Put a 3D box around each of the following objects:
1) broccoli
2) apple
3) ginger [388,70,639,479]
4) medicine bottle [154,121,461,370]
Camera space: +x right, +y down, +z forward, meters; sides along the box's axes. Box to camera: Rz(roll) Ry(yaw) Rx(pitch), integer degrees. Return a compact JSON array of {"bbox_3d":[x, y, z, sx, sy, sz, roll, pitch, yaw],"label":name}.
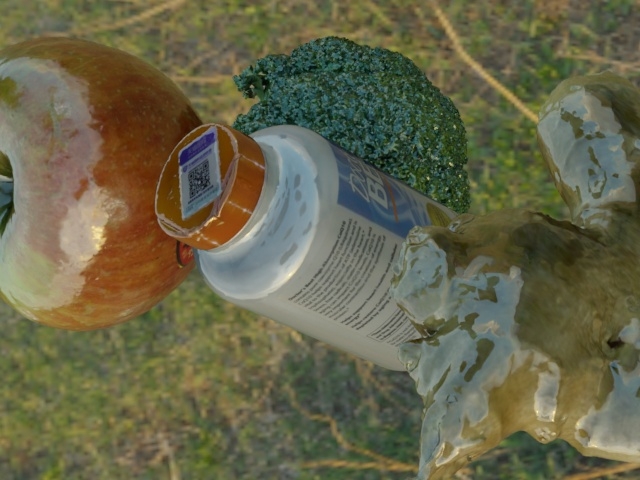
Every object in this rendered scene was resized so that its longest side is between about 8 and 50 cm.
[{"bbox_3d":[0.028,-0.081,1.363,0.241,0.269,0.261,-46,47,43],"label":"broccoli"},{"bbox_3d":[-0.227,-0.063,1.325,0.277,0.250,0.309,59,142,20],"label":"apple"},{"bbox_3d":[0.091,0.004,0.510,0.059,0.133,0.214,100,175,-50],"label":"ginger"},{"bbox_3d":[0.000,0.000,1.112,0.157,0.289,0.157,-23,54,37],"label":"medicine bottle"}]
